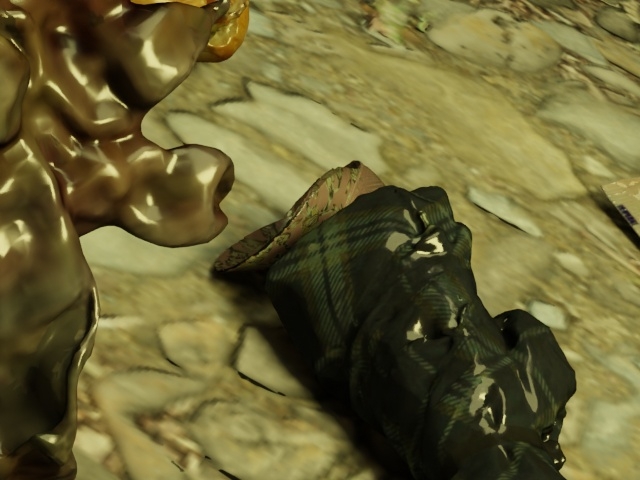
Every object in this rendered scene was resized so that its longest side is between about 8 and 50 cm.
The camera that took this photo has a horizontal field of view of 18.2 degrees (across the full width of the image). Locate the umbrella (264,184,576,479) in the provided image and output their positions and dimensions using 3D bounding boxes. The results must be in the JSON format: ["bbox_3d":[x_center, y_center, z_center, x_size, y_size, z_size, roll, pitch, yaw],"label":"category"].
[{"bbox_3d":[0.058,0.075,0.671,0.071,0.080,0.224,51,8,-47],"label":"umbrella"}]

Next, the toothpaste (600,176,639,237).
[{"bbox_3d":[0.286,-0.024,1.023,0.314,0.056,0.058,-10,7,-30],"label":"toothpaste"}]

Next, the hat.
[{"bbox_3d":[0.000,0.002,0.763,0.042,0.058,0.087,52,30,-1],"label":"hat"}]

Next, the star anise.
[{"bbox_3d":[-0.122,-0.036,0.532,0.220,0.214,0.099,30,-9,-25],"label":"star anise"}]

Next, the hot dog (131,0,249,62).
[{"bbox_3d":[-0.121,-0.167,0.902,0.249,0.068,0.100,43,12,26],"label":"hot dog"}]
